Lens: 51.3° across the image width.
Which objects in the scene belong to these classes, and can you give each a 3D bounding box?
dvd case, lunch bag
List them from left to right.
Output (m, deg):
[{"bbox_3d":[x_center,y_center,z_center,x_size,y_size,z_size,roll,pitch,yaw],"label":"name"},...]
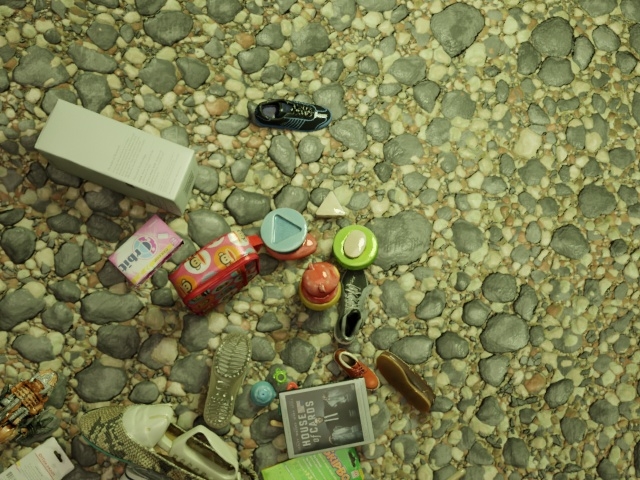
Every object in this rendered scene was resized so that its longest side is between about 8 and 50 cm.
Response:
[{"bbox_3d":[-0.259,0.077,1.753,0.258,0.293,0.120,-36,82,-11],"label":"lunch bag"},{"bbox_3d":[0.016,0.478,1.801,0.238,0.029,0.179,-9,87,-7],"label":"dvd case"}]

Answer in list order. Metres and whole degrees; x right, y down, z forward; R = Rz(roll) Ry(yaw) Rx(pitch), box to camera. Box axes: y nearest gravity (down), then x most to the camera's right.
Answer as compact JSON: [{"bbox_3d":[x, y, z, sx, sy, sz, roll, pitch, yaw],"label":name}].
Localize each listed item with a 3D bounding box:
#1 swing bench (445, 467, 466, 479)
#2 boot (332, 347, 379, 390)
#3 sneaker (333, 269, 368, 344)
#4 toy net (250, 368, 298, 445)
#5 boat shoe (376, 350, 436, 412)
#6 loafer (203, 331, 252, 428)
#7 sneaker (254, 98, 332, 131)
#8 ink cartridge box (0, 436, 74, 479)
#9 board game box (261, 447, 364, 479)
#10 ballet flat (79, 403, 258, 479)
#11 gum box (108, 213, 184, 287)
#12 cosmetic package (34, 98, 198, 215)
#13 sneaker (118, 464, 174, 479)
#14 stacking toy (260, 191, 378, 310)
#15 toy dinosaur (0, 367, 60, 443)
[{"bbox_3d":[0.320,0.725,1.732,0.254,0.253,0.165,-15,83,-9],"label":"swing bench"},{"bbox_3d":[0.103,0.362,1.854,0.158,0.084,0.059,39,77,-1],"label":"boot"},{"bbox_3d":[0.096,0.177,1.858,0.086,0.132,0.229,9,80,-5],"label":"sneaker"},{"bbox_3d":[-0.089,0.473,1.834,0.122,0.045,0.232,-35,88,-13],"label":"toy net"},{"bbox_3d":[0.242,0.389,1.879,0.207,0.073,0.073,49,41,-1],"label":"boat shoe"},{"bbox_3d":[-0.259,0.377,1.807,0.102,0.092,0.269,20,63,-7],"label":"loafer"},{"bbox_3d":[-0.076,-0.369,1.949,0.232,0.090,0.081,-2,81,-7],"label":"sneaker"},{"bbox_3d":[-0.734,0.600,1.723,0.181,0.061,0.104,-36,87,-11],"label":"ink cartridge box"},{"bbox_3d":[-0.020,0.638,1.817,0.259,0.039,0.124,-19,84,-7],"label":"board game box"},{"bbox_3d":[-0.365,0.522,1.700,0.482,0.164,0.182,34,115,-10],"label":"ballet flat"},{"bbox_3d":[-0.485,0.033,1.847,0.107,0.062,0.188,44,78,2],"label":"gum box"},{"bbox_3d":[-0.539,-0.219,1.808,0.385,0.217,0.156,19,79,-2],"label":"cosmetic package"},{"bbox_3d":[-0.421,0.678,1.747,0.235,0.090,0.095,29,91,2],"label":"sneaker"},{"bbox_3d":[0.000,0.000,1.839,0.279,0.130,0.309,-37,72,-11],"label":"stacking toy"},{"bbox_3d":[-0.790,0.439,1.664,0.321,0.218,0.164,-23,85,-10],"label":"toy dinosaur"}]
